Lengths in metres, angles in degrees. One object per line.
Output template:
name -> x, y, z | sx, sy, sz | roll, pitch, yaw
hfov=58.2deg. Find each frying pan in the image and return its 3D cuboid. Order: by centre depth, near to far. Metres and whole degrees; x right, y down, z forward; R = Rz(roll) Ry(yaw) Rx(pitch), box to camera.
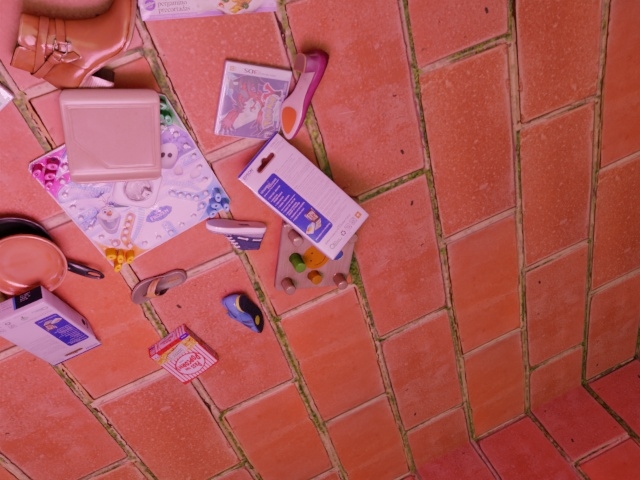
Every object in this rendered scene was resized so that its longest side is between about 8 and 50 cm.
frying pan -> -0.751, 0.019, 1.543 | 0.326, 0.053, 0.197 | -1, 123, -25

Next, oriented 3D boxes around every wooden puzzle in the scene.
wooden puzzle -> -0.505, -0.255, 1.403 | 0.221, 0.044, 0.238 | -6, 126, -20

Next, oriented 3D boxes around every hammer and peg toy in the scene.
hammer and peg toy -> 0.000, 0.000, 1.811 | 0.266, 0.127, 0.361 | -3, 123, -22

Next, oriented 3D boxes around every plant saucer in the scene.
plant saucer -> -0.774, 0.062, 1.512 | 0.200, 0.037, 0.199 | -10, 128, -14

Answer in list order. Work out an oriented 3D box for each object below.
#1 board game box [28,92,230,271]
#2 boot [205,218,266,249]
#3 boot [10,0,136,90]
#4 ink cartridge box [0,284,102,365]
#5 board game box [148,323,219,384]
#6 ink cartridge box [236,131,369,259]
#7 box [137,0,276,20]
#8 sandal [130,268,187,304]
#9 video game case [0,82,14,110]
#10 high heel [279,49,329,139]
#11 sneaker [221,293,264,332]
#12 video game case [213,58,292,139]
board game box -> -0.493, -0.139, 1.552 | 0.390, 0.050, 0.390 | -29, 129, -3
boot -> -0.257, -0.012, 1.727 | 0.190, 0.069, 0.086 | 4, 117, -28
boot -> -0.547, -0.467, 1.283 | 0.220, 0.109, 0.283 | 17, 124, -31
ink cartridge box -> -0.777, 0.250, 1.637 | 0.166, 0.065, 0.332 | -25, 149, -6
board game box -> -0.454, 0.383, 1.921 | 0.147, 0.045, 0.193 | -35, 129, 2
ink cartridge box -> -0.049, -0.125, 1.663 | 0.371, 0.069, 0.175 | 41, 84, -17
box -> -0.264, -0.568, 1.355 | 0.324, 0.067, 0.063 | -11, 124, -16
sandal -> -0.490, 0.144, 1.742 | 0.180, 0.049, 0.072 | -23, 128, -8
video game case -> -0.854, -0.319, 1.287 | 0.227, 0.026, 0.206 | -41, 128, 6
high heel -> -0.039, -0.396, 1.566 | 0.117, 0.082, 0.244 | -22, 130, -47
sneaker -> -0.257, 0.243, 1.913 | 0.082, 0.069, 0.209 | -7, 142, 21
video game case -> -0.183, -0.373, 1.549 | 0.184, 0.023, 0.201 | 2, 121, -25
